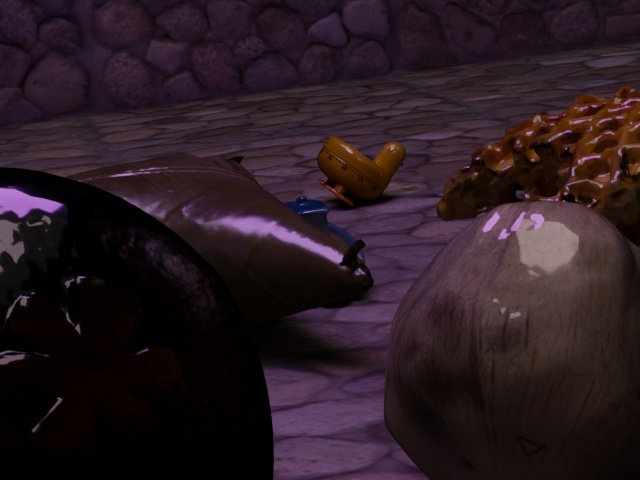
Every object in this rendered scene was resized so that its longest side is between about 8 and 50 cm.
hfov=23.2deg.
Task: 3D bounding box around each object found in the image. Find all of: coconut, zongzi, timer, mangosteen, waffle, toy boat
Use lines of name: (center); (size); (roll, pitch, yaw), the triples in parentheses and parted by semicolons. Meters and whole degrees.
coconut: (0.143, 0.090, 1.049); (0.224, 0.224, 0.224); (-6, 13, 1)
zongzi: (-0.215, 0.039, 1.503); (0.447, 0.181, 0.418); (-14, 15, -21)
timer: (0.053, -0.106, 2.136); (0.107, 0.109, 0.107); (35, 2, -2)
mangosteen: (-0.189, 0.122, 0.894); (0.307, 0.306, 0.347); (-15, -15, -34)
waffle: (0.284, -0.052, 1.606); (0.261, 0.151, 0.324); (-31, 20, -10)
toy boat: (0.000, 0.000, 1.717); (0.088, 0.102, 0.215); (-5, 12, -5)
